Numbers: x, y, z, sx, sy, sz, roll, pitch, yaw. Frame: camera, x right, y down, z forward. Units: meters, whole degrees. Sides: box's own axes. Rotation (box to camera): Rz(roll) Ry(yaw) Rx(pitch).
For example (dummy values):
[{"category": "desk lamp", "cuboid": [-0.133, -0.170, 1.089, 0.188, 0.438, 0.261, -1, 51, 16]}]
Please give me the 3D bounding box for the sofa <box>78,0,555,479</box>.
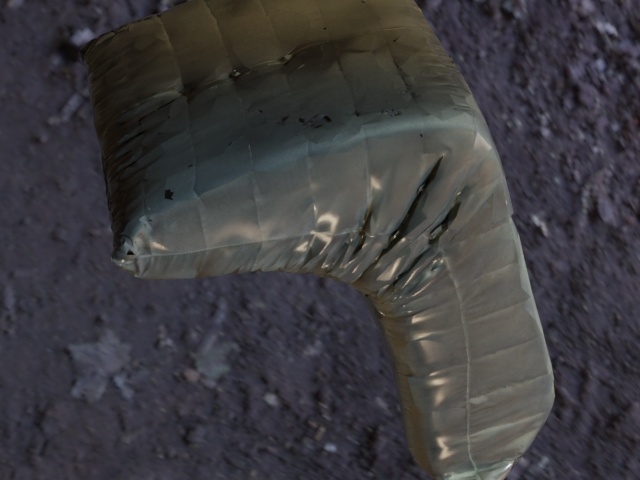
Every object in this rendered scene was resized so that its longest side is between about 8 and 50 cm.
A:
[{"category": "sofa", "cuboid": [0.000, 0.000, 0.751, 0.176, 0.225, 0.210, -20, 38, -1]}]
